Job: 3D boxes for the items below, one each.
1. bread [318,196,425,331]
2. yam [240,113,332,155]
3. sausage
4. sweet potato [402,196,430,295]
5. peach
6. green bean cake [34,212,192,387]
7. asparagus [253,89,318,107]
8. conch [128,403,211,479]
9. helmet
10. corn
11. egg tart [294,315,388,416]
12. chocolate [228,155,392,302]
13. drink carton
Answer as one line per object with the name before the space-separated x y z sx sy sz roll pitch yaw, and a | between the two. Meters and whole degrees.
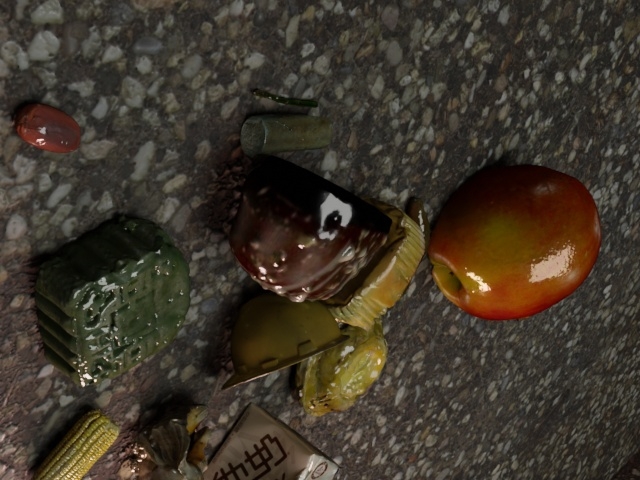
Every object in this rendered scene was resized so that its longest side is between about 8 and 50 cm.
bread | 0.086 0.043 1.853 0.250 0.179 0.133 -56 148 -4
yam | -0.055 -0.182 1.625 0.169 0.068 0.068 -13 124 -45
sausage | -0.365 -0.150 1.298 0.094 0.054 0.059 22 97 -53
sweet potato | 0.187 0.024 2.054 0.081 0.062 0.233 10 104 -50
peach | 0.451 -0.009 2.146 0.380 0.306 0.242 -36 145 -20
green bean cake | -0.312 0.088 1.475 0.227 0.125 0.223 -32 136 -39
asparagus | -0.061 -0.238 1.625 0.162 0.016 0.016 3 138 -50
conch | -0.252 0.379 1.720 0.178 0.163 0.245 -57 177 24
helmet | -0.084 0.165 1.766 0.140 0.256 0.205 70 19 2
corn | -0.406 0.356 1.595 0.165 0.063 0.085 -50 166 -9
egg tart | 0.056 0.257 2.033 0.279 0.095 0.279 -28 132 -36
chocolate | -0.031 -0.003 1.643 0.210 0.225 0.340 -59 162 7
drink carton | -0.141 0.515 1.899 0.325 0.194 0.132 -55 145 -7
